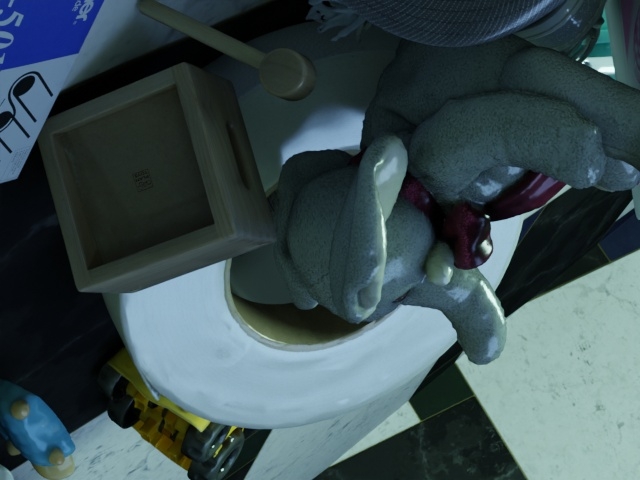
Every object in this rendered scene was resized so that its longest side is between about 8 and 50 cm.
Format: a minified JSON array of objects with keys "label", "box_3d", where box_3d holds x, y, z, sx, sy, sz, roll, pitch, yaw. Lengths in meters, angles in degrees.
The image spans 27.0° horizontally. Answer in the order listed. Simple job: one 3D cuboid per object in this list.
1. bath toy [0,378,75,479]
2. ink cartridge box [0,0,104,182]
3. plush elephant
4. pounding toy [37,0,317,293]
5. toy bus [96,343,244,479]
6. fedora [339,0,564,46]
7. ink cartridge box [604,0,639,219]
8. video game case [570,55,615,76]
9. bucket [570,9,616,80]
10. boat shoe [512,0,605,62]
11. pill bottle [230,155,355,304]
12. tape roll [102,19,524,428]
[{"label":"bath toy","box_3d":[-0.385,0.264,1.184,0.348,0.129,0.151,-36,118,-30]},{"label":"ink cartridge box","box_3d":[-0.197,-0.113,0.808,0.097,0.046,0.207,-25,155,-51]},{"label":"plush elephant","box_3d":[0.089,-0.030,0.986,0.255,0.330,0.272,-63,-170,4]},{"label":"pounding toy","box_3d":[-0.088,-0.079,0.953,0.206,0.181,0.094,-19,171,18]},{"label":"toy bus","box_3d":[-0.121,0.142,1.476,0.211,0.149,0.220,-49,164,-19]},{"label":"fedora","box_3d":[0.098,-0.276,0.880,0.275,0.243,0.124,-59,-171,18]},{"label":"ink cartridge box","box_3d":[0.291,-0.223,1.067,0.071,0.324,0.330,-3,159,1]},{"label":"video game case","box_3d":[0.184,-0.161,1.398,0.173,0.022,0.190,-7,176,-38]},{"label":"bucket","box_3d":[0.344,-0.248,1.520,0.281,0.183,0.281,-39,163,-15]},{"label":"boat shoe","box_3d":[0.214,-0.216,1.227,0.118,0.103,0.320,-60,-173,4]},{"label":"pill bottle","box_3d":[0.000,0.000,1.353,0.283,0.160,0.160,-51,162,23]},{"label":"tape roll","box_3d":[-0.002,-0.004,1.168,0.392,0.072,0.392,-15,129,-19]}]
